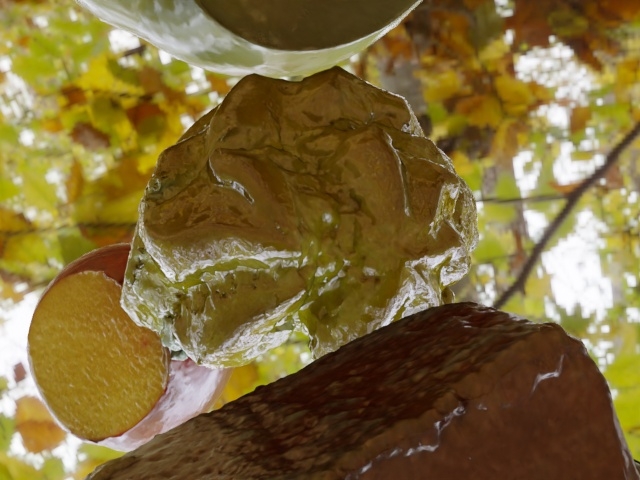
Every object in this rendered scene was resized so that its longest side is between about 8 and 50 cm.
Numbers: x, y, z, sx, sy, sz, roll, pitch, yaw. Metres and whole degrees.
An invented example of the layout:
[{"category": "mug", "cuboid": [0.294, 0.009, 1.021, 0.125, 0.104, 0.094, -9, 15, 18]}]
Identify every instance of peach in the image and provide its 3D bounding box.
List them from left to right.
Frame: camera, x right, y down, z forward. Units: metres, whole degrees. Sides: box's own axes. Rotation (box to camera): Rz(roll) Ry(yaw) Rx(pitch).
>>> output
[{"category": "peach", "cuboid": [-0.167, 0.094, 1.114, 0.190, 0.190, 0.192, -17, 173, -3]}]

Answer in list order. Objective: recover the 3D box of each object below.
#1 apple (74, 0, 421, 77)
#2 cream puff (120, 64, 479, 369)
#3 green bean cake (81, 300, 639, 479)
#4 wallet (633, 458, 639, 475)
[{"category": "apple", "cuboid": [-0.055, -0.314, 0.917, 0.311, 0.320, 0.360, 13, -114, 38]}, {"category": "cream puff", "cuboid": [0.001, -0.006, 0.729, 0.220, 0.195, 0.195, -3, -149, -25]}, {"category": "green bean cake", "cuboid": [0.008, 0.114, 0.478, 0.232, 0.097, 0.198, -25, -169, -14]}, {"category": "wallet", "cuboid": [0.197, 0.182, 1.032, 0.198, 0.031, 0.110, 26, -156, 32]}]
